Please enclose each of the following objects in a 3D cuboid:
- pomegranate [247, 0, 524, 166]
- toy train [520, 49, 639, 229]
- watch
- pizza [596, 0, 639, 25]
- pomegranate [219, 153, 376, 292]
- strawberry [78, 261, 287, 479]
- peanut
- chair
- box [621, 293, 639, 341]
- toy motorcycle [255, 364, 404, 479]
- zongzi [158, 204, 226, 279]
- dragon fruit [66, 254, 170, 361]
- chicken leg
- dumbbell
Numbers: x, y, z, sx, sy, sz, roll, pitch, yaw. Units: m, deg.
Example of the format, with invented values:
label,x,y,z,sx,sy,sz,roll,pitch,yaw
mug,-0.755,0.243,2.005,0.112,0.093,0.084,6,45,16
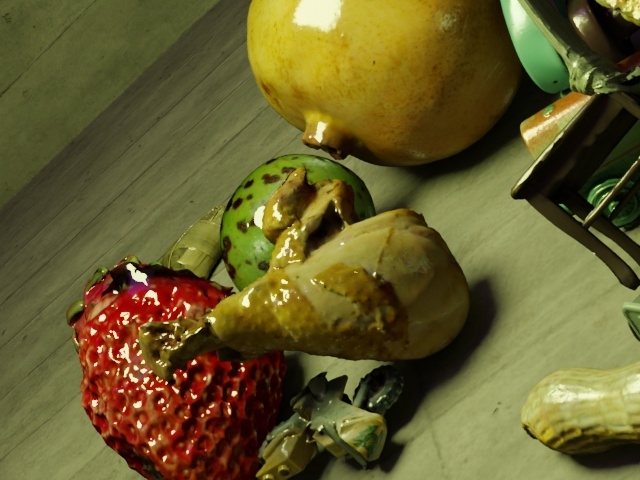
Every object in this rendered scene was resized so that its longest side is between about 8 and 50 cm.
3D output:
label,x,y,z,sx,sy,sz,roll,pitch,yaw
pomegranate,0.089,-0.285,1.705,0.416,0.416,0.417,-37,27,22
toy train,0.364,-0.134,1.299,0.285,0.177,0.116,-31,28,28
watch,0.324,-0.309,1.602,0.068,0.195,0.237,-21,23,32
pizza,0.446,-0.300,1.391,0.280,0.075,0.288,-30,74,34
pomegranate,-0.012,0.013,1.656,0.242,0.242,0.306,-45,41,5
strawberry,-0.197,0.209,1.598,0.291,0.291,0.310,-14,59,50
peanut,0.279,0.159,1.114,0.206,0.087,0.087,-19,37,47
chair,0.265,-0.121,1.197,0.186,0.319,0.160,-53,-17,20
box,0.362,0.075,1.115,0.069,0.084,0.122,-45,24,-18
toy motorcycle,0.006,0.238,1.424,0.229,0.094,0.130,-33,29,26
zongzi,-0.238,0.010,2.175,0.160,0.078,0.176,-53,22,-24
dragon fruit,-0.345,0.148,2.019,0.273,0.218,0.198,-46,-13,14
chicken leg,-0.033,0.049,1.432,0.409,0.295,0.182,-17,-23,-13
dumbbell,0.443,-0.326,1.514,0.225,0.124,0.140,-34,27,27
